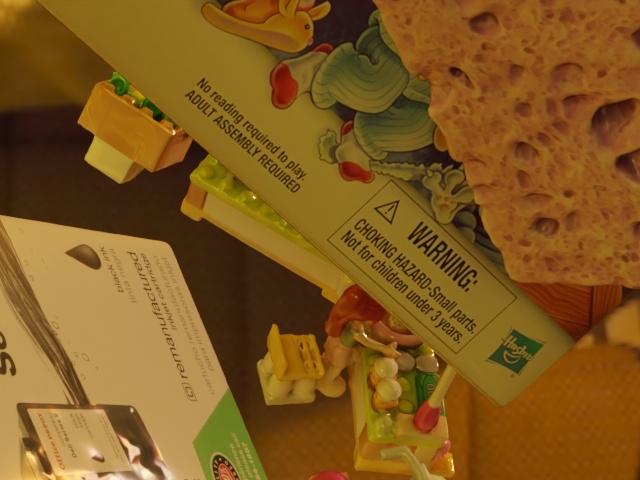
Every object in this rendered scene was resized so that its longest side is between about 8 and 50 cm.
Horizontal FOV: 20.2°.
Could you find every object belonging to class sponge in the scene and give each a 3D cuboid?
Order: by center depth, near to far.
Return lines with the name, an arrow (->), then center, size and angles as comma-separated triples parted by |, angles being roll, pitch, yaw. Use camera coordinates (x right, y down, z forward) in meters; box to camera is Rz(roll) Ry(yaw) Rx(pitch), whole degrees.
sponge -> 0.121, -0.028, 0.336 | 0.210, 0.031, 0.117 | 4, 146, 28

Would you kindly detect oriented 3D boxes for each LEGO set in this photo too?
LEGO set -> 0.000, 0.000, 0.815 | 0.132, 0.287, 0.107 | -12, 146, -27

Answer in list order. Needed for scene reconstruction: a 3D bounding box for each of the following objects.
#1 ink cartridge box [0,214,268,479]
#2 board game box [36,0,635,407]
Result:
ink cartridge box -> -0.166, 0.103, 0.933 | 0.121, 0.211, 0.289 | -33, 160, 24
board game box -> 0.019, -0.140, 0.465 | 0.233, 0.078, 0.347 | -43, 123, 9
